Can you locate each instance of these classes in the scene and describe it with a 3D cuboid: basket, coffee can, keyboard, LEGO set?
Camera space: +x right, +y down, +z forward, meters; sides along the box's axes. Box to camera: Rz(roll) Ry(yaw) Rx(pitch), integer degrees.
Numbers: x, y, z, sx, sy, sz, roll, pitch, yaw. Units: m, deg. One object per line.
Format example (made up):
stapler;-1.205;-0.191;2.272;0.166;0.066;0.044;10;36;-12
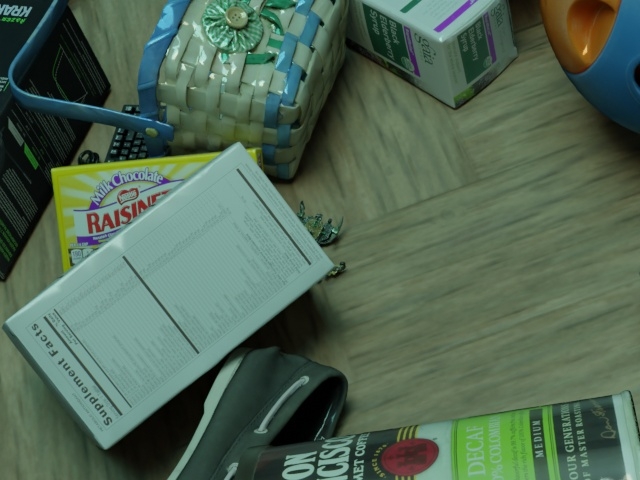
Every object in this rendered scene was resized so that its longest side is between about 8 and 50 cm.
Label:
basket;-0.127;-0.200;1.415;0.288;0.201;0.255;12;58;11
coffee can;0.096;0.224;1.014;0.275;0.201;0.202;-10;50;10
keyboard;-0.200;-0.066;1.458;0.108;0.023;0.180;-1;52;18
LEGO set;-0.002;0.002;1.344;0.054;0.023;0.083;-10;64;14

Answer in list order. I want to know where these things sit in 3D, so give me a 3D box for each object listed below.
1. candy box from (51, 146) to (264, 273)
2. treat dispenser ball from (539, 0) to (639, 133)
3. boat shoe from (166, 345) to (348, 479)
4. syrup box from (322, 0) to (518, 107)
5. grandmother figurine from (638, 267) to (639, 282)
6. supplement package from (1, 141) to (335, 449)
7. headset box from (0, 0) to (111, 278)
candy box;-0.150;-0.026;1.366;0.205;0.027;0.105;-5;94;15
treat dispenser ball;0.329;-0.223;1.234;0.288;0.288;0.288;-9;51;11
boat shoe;-0.068;0.218;1.127;0.095;0.112;0.335;4;48;22
syrup box;0.078;-0.237;1.455;0.096;0.093;0.237;-40;52;-16
grandmother figurine;0.336;0.128;1.081;0.207;0.104;0.342;-16;52;-6
supplement package;-0.134;0.048;1.239;0.244;0.134;0.139;-38;94;-13
headset box;-0.393;-0.106;1.482;0.246;0.131;0.283;8;56;25
